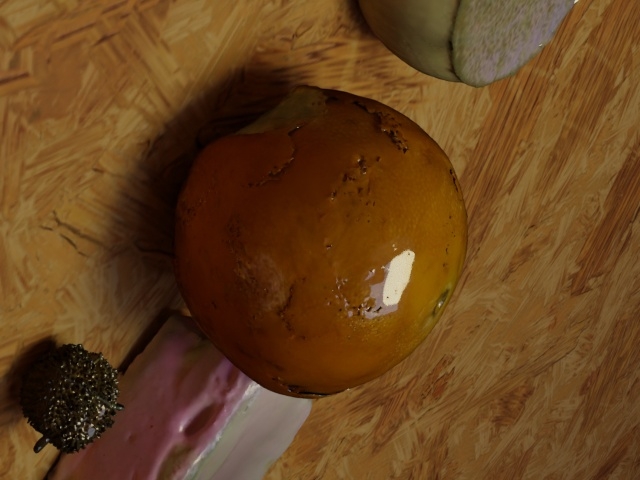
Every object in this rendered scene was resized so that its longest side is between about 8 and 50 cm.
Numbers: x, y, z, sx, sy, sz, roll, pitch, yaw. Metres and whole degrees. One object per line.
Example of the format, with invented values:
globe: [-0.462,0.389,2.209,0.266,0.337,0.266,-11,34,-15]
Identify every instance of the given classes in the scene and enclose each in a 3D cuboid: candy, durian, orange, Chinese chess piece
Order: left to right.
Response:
durian: [-0.192,0.122,1.186,0.091,0.080,0.080,-55,156,-19]
candy: [-0.138,0.200,1.339,0.265,0.116,0.155,-53,158,-2]
orange: [0.000,0.000,1.222,0.240,0.240,0.240,-42,152,-29]
Chinese chess piece: [0.147,-0.260,1.296,0.270,0.112,0.270,-42,153,-28]
